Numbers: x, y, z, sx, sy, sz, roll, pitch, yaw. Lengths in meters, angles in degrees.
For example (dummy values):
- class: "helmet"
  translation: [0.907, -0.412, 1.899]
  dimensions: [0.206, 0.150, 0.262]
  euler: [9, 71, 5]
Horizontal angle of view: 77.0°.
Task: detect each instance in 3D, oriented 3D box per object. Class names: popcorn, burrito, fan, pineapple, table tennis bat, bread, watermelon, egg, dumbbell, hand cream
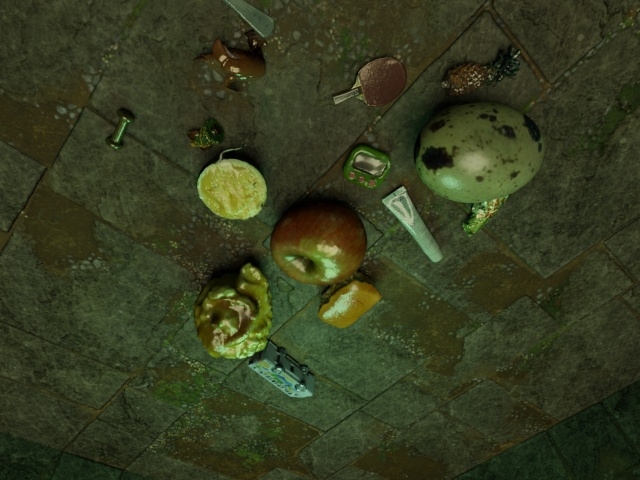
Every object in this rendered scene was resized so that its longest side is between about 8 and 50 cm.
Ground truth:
- class: "popcorn"
  translation: [-0.313, 0.258, 1.450]
  dimensions: [0.279, 0.274, 0.335]
  euler: [-13, 87, 41]
- class: "burrito"
  translation: [0.573, -0.137, 1.373]
  dimensions: [0.104, 0.054, 0.288]
  euler: [20, 120, -16]
- class: "fan"
  translation: [-0.238, -0.619, 1.004]
  dimensions: [0.282, 0.023, 0.057]
  euler: [33, 87, -22]
- class: "pineapple"
  translation: [0.444, -0.469, 1.123]
  dimensions: [0.222, 0.083, 0.103]
  euler: [-16, 124, 4]
- class: "table tennis bat"
  translation: [0.140, -0.442, 1.156]
  dimensions: [0.221, 0.019, 0.130]
  euler: [-19, 124, 7]
- class: "bread"
  translation: [0.106, 0.229, 1.545]
  dimensions: [0.174, 0.121, 0.245]
  euler: [36, 112, -23]
- class: "watermelon"
  translation: [-0.268, -0.179, 1.235]
  dimensions: [0.204, 0.127, 0.232]
  euler: [-18, 125, 8]
- class: "egg"
  translation: [0.453, -0.251, 1.147]
  dimensions: [0.380, 0.287, 0.287]
  euler: [-8, 124, -8]
- class: "dumbbell"
  translation: [-0.579, -0.321, 1.162]
  dimensions: [0.046, 0.052, 0.118]
  euler: [-3, 138, -55]
- class: "hand cream"
  translation: [0.338, -0.045, 1.414]
  dimensions: [0.085, 0.058, 0.331]
  euler: [-32, 120, 18]

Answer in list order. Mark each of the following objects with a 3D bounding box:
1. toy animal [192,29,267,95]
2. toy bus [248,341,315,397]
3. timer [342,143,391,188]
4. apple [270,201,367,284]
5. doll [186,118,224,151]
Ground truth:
- class: "toy animal"
  translation: [-0.235, -0.487, 1.066]
  dimensions: [0.188, 0.089, 0.179]
  euler: [15, 104, -14]
- class: "toy bus"
  translation: [-0.165, 0.580, 1.771]
  dimensions: [0.136, 0.109, 0.329]
  euler: [-28, 122, 25]
- class: "timer"
  translation: [0.148, -0.235, 1.280]
  dimensions: [0.140, 0.047, 0.128]
  euler: [19, 122, -16]
- class: "apple"
  translation: [0.000, 0.000, 1.324]
  dimensions: [0.310, 0.250, 0.277]
  euler: [19, 138, 8]
- class: "doll"
  translation: [-0.342, -0.296, 1.183]
  dimensions: [0.113, 0.076, 0.078]
  euler: [-32, 129, 17]
